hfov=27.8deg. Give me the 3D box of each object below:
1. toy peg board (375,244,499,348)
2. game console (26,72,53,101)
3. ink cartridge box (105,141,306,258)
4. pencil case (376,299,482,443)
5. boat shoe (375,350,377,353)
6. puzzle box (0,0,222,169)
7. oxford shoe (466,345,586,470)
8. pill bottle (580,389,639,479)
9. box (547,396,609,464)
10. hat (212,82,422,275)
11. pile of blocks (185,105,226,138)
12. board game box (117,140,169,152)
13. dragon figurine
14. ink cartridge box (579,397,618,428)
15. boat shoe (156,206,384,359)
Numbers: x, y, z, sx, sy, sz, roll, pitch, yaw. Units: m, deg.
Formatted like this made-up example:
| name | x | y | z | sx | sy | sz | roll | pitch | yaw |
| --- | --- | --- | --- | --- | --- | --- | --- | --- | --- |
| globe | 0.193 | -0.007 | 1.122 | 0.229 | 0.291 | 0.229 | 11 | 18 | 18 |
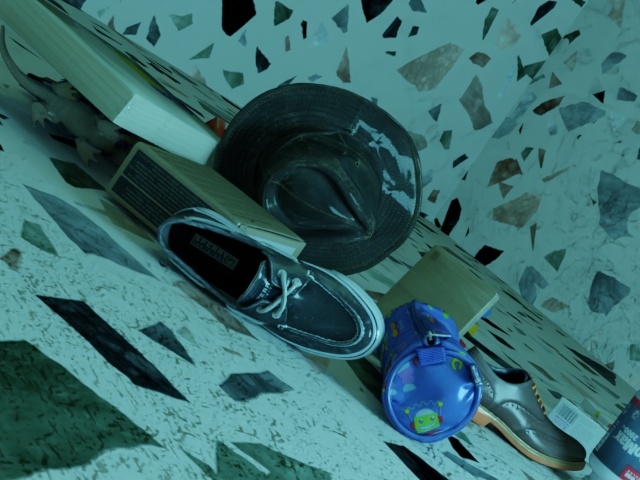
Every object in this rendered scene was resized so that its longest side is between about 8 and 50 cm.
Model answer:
| name | x | y | z | sx | sy | sz | roll | pitch | yaw |
| --- | --- | --- | --- | --- | --- | --- | --- | --- | --- |
| toy peg board | 0.196 | 0.120 | 2.122 | 0.161 | 0.160 | 0.079 | 42 | -5 | 42 |
| game console | -0.365 | -0.222 | 2.004 | 0.124 | 0.085 | 0.144 | 55 | 15 | 26 |
| ink cartridge box | -0.152 | -0.031 | 1.756 | 0.193 | 0.088 | 0.235 | 39 | 7 | 20 |
| pencil case | 0.134 | 0.159 | 1.669 | 0.119 | 0.133 | 0.306 | 2 | 8 | 0 |
| boat shoe | 0.137 | 0.178 | 1.868 | 0.135 | 0.045 | 0.050 | 36 | 7 | 7 |
| puzzle box | -0.283 | -0.221 | 1.880 | 0.272 | 0.052 | 0.409 | 41 | 5 | 19 |
| oxford shoe | 0.304 | 0.254 | 1.920 | 0.271 | 0.098 | 0.097 | 32 | 8 | -20 |
| pill bottle | 0.453 | 0.316 | 1.869 | 0.108 | 0.180 | 0.108 | 34 | 8 | -5 |
| box | 0.513 | 0.383 | 2.160 | 0.324 | 0.067 | 0.063 | 39 | 9 | 35 |
| hat | 0.004 | -0.066 | 1.902 | 0.331 | 0.331 | 0.134 | 32 | 14 | -18 |
| pile of blocks | -0.215 | -0.182 | 2.327 | 0.362 | 0.112 | 0.149 | 38 | 8 | 17 |
| board game box | -0.314 | -0.174 | 2.142 | 0.201 | 0.035 | 0.136 | 38 | 8 | 23 |
| dragon figurine | -0.353 | -0.185 | 1.840 | 0.289 | 0.085 | 0.144 | 38 | 5 | -13 |
| ink cartridge box | 0.529 | 0.359 | 2.362 | 0.115 | 0.067 | 0.198 | 32 | 8 | -18 |
| boat shoe | -0.062 | 0.054 | 1.560 | 0.301 | 0.108 | 0.102 | 33 | 7 | 5 |
